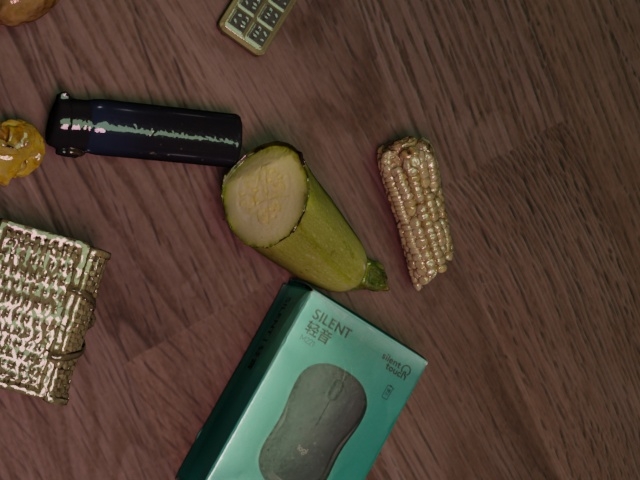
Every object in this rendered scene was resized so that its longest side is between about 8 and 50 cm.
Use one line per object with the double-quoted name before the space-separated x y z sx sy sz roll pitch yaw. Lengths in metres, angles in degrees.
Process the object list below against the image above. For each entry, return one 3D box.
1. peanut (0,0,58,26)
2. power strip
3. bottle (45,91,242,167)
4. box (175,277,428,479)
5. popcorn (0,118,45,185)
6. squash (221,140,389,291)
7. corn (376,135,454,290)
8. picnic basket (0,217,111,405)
"peanut" -0.325 -0.349 1.613 0.226 0.108 0.095 -47 112 -12
"power strip" -0.067 -0.331 1.760 0.076 0.028 0.169 33 79 -18
"bottle" -0.223 -0.135 1.677 0.244 0.072 0.082 6 92 -22
"box" -0.023 0.234 1.744 0.205 0.118 0.311 34 79 -21
"popcorn" -0.388 -0.118 1.625 0.084 0.084 0.084 -1 92 -22
"squash" -0.012 0.011 1.736 0.137 0.137 0.287 -50 131 -14
"corn" 0.139 -0.041 1.821 0.087 0.087 0.211 -22 101 -20
"picnic basket" -0.350 0.085 1.600 0.154 0.134 0.196 17 84 -23
